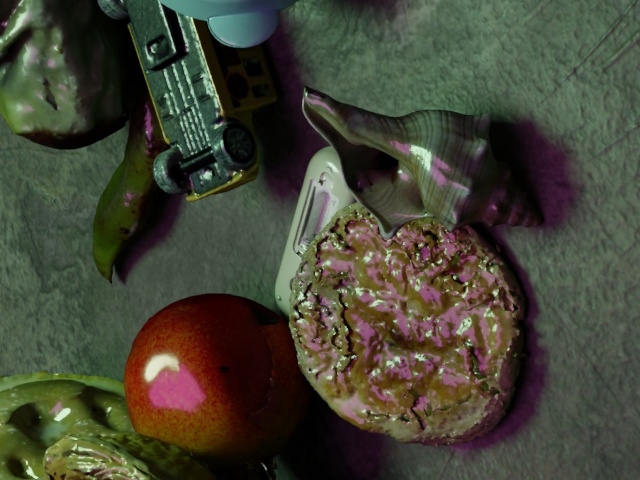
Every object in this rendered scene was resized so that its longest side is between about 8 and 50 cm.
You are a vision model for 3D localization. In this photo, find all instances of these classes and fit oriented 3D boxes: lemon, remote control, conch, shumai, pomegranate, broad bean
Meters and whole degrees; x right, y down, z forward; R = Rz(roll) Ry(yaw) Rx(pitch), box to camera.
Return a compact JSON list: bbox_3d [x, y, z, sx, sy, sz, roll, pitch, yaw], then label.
[{"bbox_3d":[-0.327,0.355,1.991,0.364,0.364,0.364,16,112,43],"label":"lemon"},{"bbox_3d":[0.000,0.000,1.763,0.078,0.042,0.221,38,126,32],"label":"remote control"},{"bbox_3d":[0.099,-0.066,1.585,0.234,0.114,0.137,17,115,19],"label":"conch"},{"bbox_3d":[-0.291,-0.245,1.893,0.304,0.309,0.263,-41,97,5],"label":"shumai"},{"bbox_3d":[-0.111,0.171,1.805,0.210,0.210,0.235,-29,68,46],"label":"pomegranate"},{"bbox_3d":[-0.211,-0.073,1.947,0.077,0.061,0.339,52,132,32],"label":"broad bean"}]

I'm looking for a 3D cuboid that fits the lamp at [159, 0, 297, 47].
[{"bbox_3d":[-0.107,-0.330,1.660,0.284,0.209,0.147,48,161,2],"label":"lamp"}]

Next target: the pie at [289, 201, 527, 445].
[{"bbox_3d":[0.085,0.086,1.676,0.274,0.055,0.274,10,108,33],"label":"pie"}]

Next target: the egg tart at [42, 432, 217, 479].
[{"bbox_3d":[-0.178,0.278,1.732,0.252,0.098,0.232,-8,118,45],"label":"egg tart"}]

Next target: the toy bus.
[{"bbox_3d":[-0.139,-0.216,1.786,0.121,0.123,0.335,-21,86,46],"label":"toy bus"}]
